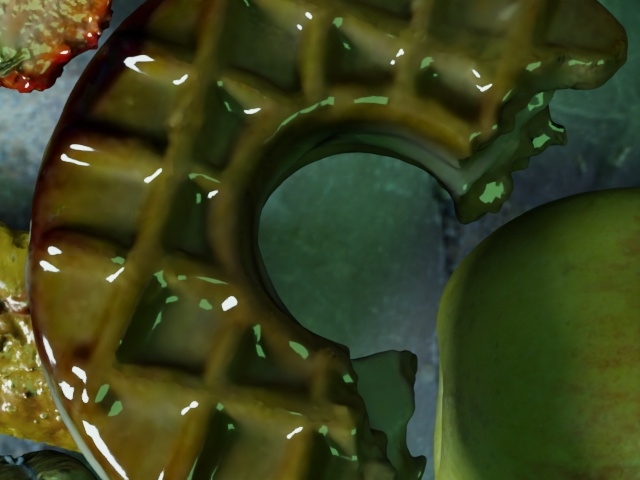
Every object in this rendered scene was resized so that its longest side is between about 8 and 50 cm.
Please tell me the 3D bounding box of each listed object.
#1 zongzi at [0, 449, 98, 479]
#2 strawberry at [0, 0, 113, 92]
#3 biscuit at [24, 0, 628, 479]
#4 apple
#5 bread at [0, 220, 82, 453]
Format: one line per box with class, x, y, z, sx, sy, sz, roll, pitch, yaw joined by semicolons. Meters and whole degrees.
zongzi;-0.194;0.257;1.054;0.242;0.112;0.221;-35;119;-13
strawberry;-0.154;-0.146;0.943;0.104;0.048;0.152;24;90;-18
biscuit;-0.013;-0.014;0.929;0.268;0.115;0.366;20;75;4
apple;0.163;0.095;1.034;0.194;0.261;0.261;2;113;1
bread;-0.186;0.044;0.997;0.270;0.077;0.139;12;106;-19
